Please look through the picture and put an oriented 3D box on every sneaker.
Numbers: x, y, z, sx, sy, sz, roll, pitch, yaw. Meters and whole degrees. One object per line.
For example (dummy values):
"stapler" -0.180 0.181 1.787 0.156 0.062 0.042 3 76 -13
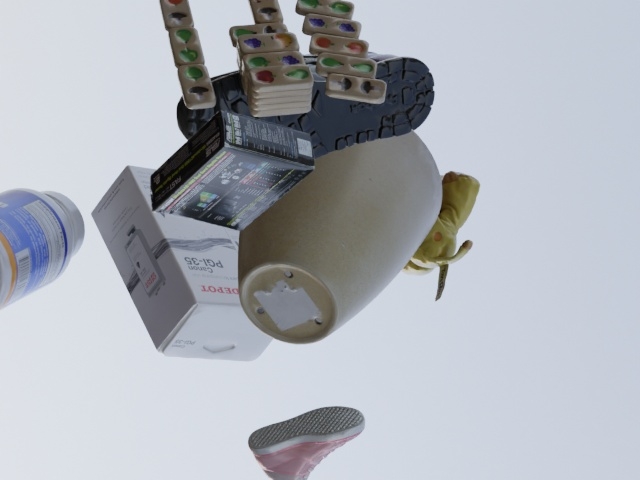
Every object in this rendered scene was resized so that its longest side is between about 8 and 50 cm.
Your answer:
"sneaker" -0.032 -0.140 1.667 0.124 0.283 0.107 29 -58 54
"sneaker" -0.009 0.233 1.821 0.051 0.134 0.070 -98 172 -58

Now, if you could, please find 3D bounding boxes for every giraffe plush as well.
"giraffe plush" 0.113 -0.031 2.356 0.181 0.170 0.210 -48 -156 40

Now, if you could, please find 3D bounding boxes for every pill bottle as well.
"pill bottle" -0.445 0.010 2.290 0.152 0.152 0.272 -61 171 21

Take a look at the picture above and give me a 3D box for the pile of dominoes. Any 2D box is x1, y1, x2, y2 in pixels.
"pile of dominoes" -0.053 -0.218 1.583 0.040 0.196 0.251 97 -18 -45

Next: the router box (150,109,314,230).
"router box" -0.077 -0.058 1.381 0.122 0.092 0.038 -38 -130 44

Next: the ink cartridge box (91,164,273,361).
"ink cartridge box" -0.192 0.035 2.442 0.117 0.207 0.283 -50 -127 29

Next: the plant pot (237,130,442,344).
"plant pot" 0.000 0.000 2.041 0.256 0.256 0.274 -48 -169 39
